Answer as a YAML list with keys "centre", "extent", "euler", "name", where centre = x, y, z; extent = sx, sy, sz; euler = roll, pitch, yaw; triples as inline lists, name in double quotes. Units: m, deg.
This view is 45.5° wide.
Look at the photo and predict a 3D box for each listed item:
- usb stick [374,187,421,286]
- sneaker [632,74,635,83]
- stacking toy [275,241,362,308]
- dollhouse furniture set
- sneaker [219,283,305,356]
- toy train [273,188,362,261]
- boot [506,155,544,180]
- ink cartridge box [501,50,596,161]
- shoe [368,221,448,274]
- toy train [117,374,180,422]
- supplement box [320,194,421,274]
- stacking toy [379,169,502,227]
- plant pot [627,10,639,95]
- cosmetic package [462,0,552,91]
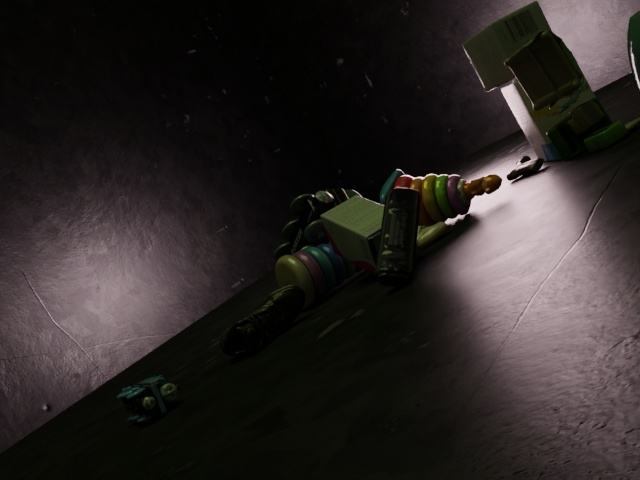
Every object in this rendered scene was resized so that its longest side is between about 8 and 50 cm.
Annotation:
- centre: [0.160, -0.013, 1.553]
  extent: [0.077, 0.045, 0.278]
  euler: [2, 41, 9]
  name: "usb stick"
- centre: [0.832, -0.428, 1.570]
  extent: [0.385, 0.145, 0.147]
  euler: [-34, 1, 39]
  name: "sneaker"
- centre: [0.056, 0.049, 1.928]
  extent: [0.330, 0.141, 0.141]
  euler: [-24, 0, -29]
  name: "stacking toy"
- centre: [0.599, -0.363, 1.784]
  extent: [0.151, 0.301, 0.197]
  euler: [-34, 2, -16]
  name: "dollhouse furniture set"
- centre: [-0.123, 0.184, 1.699]
  extent: [0.228, 0.087, 0.130]
  euler: [-33, 6, -7]
  name: "sneaker"
- centre: [0.000, 0.000, 2.040]
  extent: [0.190, 0.142, 0.333]
  euler: [-5, -44, -29]
  name: "toy train"
- centre: [0.556, -0.203, 2.010]
  extent: [0.106, 0.037, 0.114]
  euler: [-46, 8, -26]
  name: "boot"
- centre: [0.613, -0.347, 1.997]
  extent: [0.168, 0.232, 0.171]
  euler: [-30, 4, 5]
  name: "ink cartridge box"
- centre: [0.196, 0.006, 1.797]
  extent: [0.219, 0.058, 0.076]
  euler: [-29, 4, 11]
  name: "shoe"
- centre: [-0.360, 0.330, 1.606]
  extent: [0.105, 0.080, 0.184]
  euler: [-25, 1, -28]
  name: "toy train"
- centre: [0.110, -0.012, 1.728]
  extent: [0.114, 0.111, 0.220]
  euler: [-31, 28, -20]
  name: "supplement box"
- centre: [0.319, -0.112, 1.931]
  extent: [0.302, 0.165, 0.175]
  euler: [-15, 27, 31]
  name: "stacking toy"
- centre: [0.696, -0.349, 1.369]
  extent: [0.293, 0.235, 0.293]
  euler: [-30, 5, 3]
  name: "plant pot"
- centre: [0.498, -0.505, 2.001]
  extent: [0.151, 0.151, 0.184]
  euler: [-29, 4, -11]
  name: "cosmetic package"
